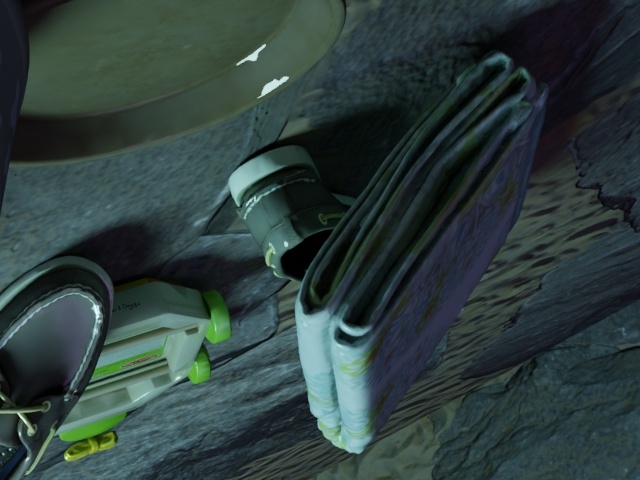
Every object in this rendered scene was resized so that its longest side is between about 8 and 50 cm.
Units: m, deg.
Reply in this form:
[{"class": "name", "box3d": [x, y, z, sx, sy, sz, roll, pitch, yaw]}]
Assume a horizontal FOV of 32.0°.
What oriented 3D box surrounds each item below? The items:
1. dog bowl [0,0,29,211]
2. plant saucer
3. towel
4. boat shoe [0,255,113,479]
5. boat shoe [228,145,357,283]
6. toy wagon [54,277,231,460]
[{"class": "dog bowl", "box3d": [-0.308, -0.045, 0.514, 0.348, 0.102, 0.349, -11, 148, -7]}, {"class": "plant saucer", "box3d": [-0.120, -0.116, 0.700, 0.277, 0.041, 0.278, -18, 168, -4]}, {"class": "towel", "box3d": [0.092, 0.022, 1.088, 0.321, 0.090, 0.374, -52, 163, -18]}, {"class": "boat shoe", "box3d": [-0.292, 0.160, 1.016, 0.116, 0.097, 0.324, 33, 105, -24]}, {"class": "boat shoe", "box3d": [-0.004, 0.002, 1.109, 0.109, 0.091, 0.305, -28, 159, 7]}, {"class": "toy wagon", "box3d": [-0.249, 0.153, 1.223, 0.267, 0.068, 0.344, -16, 158, -24]}]
